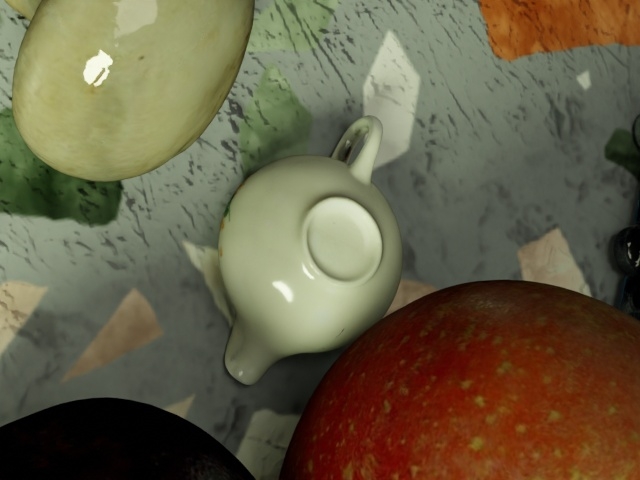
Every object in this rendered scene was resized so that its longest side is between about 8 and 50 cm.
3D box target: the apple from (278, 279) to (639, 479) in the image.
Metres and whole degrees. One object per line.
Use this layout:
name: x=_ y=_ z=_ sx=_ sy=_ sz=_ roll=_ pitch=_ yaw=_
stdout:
apple: x=0.130 y=0.206 z=1.324 sx=0.348 sy=0.348 sz=0.277 roll=47 pitch=51 yaw=-15

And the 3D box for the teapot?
teapot: x=0.000 y=0.000 z=1.431 sx=0.145 sy=0.092 sz=0.226 roll=36 pitch=65 yaw=-20

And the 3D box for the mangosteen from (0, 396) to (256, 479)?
mangosteen: x=-0.131 y=0.249 z=1.202 sx=0.275 sy=0.302 sz=0.275 roll=-22 pitch=133 yaw=-25

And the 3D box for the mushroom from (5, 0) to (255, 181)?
mushroom: x=-0.144 y=-0.151 z=1.314 sx=0.209 sy=0.206 sz=0.206 roll=41 pitch=66 yaw=-15

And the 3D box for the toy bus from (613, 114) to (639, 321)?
toy bus: x=0.330 y=-0.022 z=1.592 sx=0.134 sy=0.116 sz=0.234 roll=22 pitch=71 yaw=-27
